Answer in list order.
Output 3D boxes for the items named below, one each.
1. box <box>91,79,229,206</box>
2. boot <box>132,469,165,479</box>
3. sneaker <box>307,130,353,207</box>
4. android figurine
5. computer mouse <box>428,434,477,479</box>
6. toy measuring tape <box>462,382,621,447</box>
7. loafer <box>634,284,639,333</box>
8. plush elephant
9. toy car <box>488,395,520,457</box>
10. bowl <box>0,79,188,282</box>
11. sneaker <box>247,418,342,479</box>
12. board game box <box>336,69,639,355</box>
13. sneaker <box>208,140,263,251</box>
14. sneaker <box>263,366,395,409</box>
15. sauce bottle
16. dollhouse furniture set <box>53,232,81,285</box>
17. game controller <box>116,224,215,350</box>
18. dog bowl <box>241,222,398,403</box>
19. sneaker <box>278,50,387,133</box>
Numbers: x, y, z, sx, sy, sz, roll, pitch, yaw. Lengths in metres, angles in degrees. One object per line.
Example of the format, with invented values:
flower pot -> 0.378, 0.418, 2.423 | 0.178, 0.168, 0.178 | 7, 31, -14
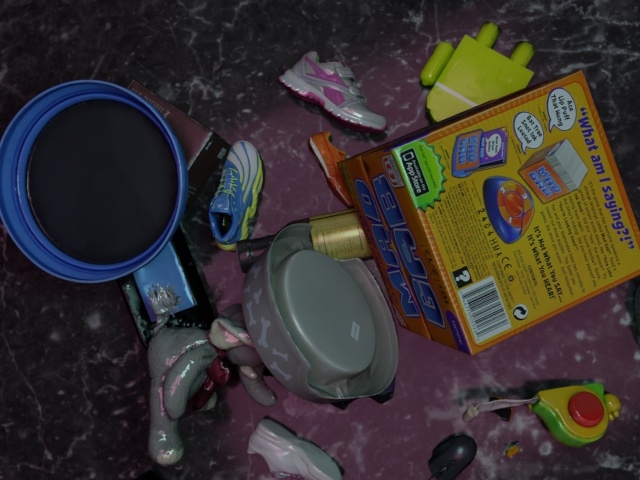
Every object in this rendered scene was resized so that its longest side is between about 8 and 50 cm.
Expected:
box -> -0.331, -0.199, 1.676 | 0.203, 0.168, 0.167 | 34, 91, 7
boot -> -0.282, 0.740, 1.625 | 0.445, 0.146, 0.367 | 32, 80, 3
sneaker -> 0.035, -0.152, 1.694 | 0.067, 0.064, 0.175 | -25, 87, -6
android figurine -> 0.328, -0.312, 1.677 | 0.248, 0.056, 0.273 | 29, 89, 6
computer mouse -> 0.227, 0.492, 1.648 | 0.071, 0.041, 0.242 | 44, 92, 5
toy measuring tape -> 0.447, 0.356, 1.571 | 0.330, 0.121, 0.121 | -6, 86, -15
loafer -> 0.712, 0.204, 1.611 | 0.096, 0.084, 0.268 | -26, 80, 35
plush elephant -> -0.187, 0.233, 1.556 | 0.255, 0.272, 0.330 | -4, 98, 11
toy car -> 0.380, 0.378, 1.652 | 0.040, 0.060, 0.122 | -16, 106, -38
bowl -> -0.442, -0.114, 1.570 | 0.391, 0.077, 0.391 | 1, 94, 11
sneaker -> -0.056, 0.465, 1.668 | 0.212, 0.080, 0.094 | 32, 102, 13
board game box -> 0.292, -0.051, 1.447 | 0.356, 0.356, 0.357 | -23, 96, -11
sneaker -> -0.178, -0.096, 1.677 | 0.091, 0.126, 0.240 | 5, 88, 6
sneaker -> 0.013, 0.290, 1.651 | 0.283, 0.107, 0.124 | -2, 93, 5
sauce bottle -> 0.000, 0.000, 1.659 | 0.344, 0.111, 0.111 | -10, 86, 4
dollhouse furniture set -> -0.498, -0.007, 1.709 | 0.123, 0.144, 0.151 | -13, 71, 0
game controller -> -0.343, 0.075, 1.688 | 0.166, 0.067, 0.319 | -19, 85, -34
dog bowl -> -0.003, 0.143, 1.494 | 0.102, 0.348, 0.349 | -32, 84, 32
sneaker -> 0.039, -0.315, 1.682 | 0.252, 0.103, 0.111 | 33, 92, 6
